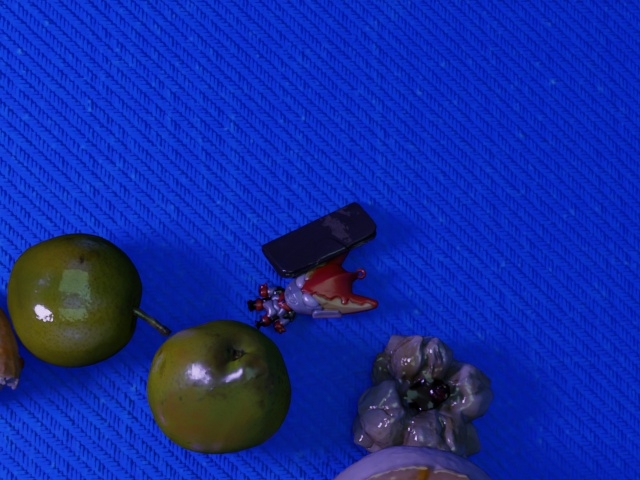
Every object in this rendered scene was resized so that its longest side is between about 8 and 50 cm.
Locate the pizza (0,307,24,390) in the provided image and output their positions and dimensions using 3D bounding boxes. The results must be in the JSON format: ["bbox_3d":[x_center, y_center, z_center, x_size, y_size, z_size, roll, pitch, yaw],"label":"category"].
[{"bbox_3d":[-0.454,0.158,1.800,0.182,0.062,0.161,37,89,39],"label":"pizza"}]

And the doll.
[{"bbox_3d":[-0.015,0.075,1.926,0.169,0.057,0.109,-23,67,-1],"label":"doll"}]

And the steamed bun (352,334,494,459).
[{"bbox_3d":[0.148,0.231,1.897,0.192,0.106,0.177,31,77,-5],"label":"steamed bun"}]

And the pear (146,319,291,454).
[{"bbox_3d":[-0.127,0.185,1.793,0.188,0.220,0.187,5,74,-18],"label":"pear"}]

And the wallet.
[{"bbox_3d":[0.000,0.000,1.941,0.157,0.018,0.082,-25,43,-13],"label":"wallet"}]

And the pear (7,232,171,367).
[{"bbox_3d":[-0.296,0.079,1.807,0.216,0.166,0.180,8,62,8],"label":"pear"}]

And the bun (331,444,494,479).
[{"bbox_3d":[0.113,0.409,1.824,0.299,0.165,0.298,0,92,-5],"label":"bun"}]
